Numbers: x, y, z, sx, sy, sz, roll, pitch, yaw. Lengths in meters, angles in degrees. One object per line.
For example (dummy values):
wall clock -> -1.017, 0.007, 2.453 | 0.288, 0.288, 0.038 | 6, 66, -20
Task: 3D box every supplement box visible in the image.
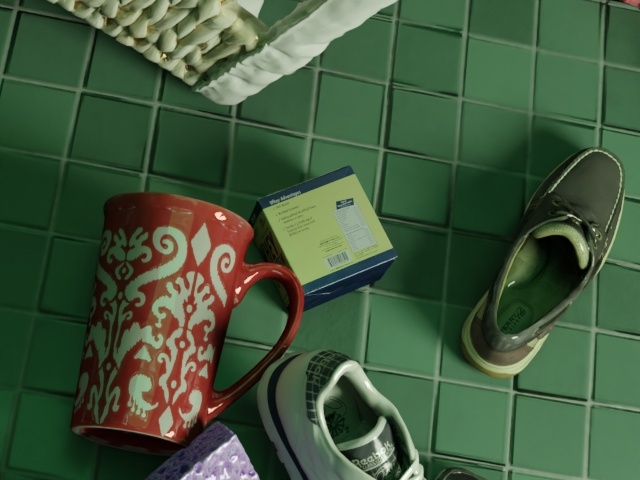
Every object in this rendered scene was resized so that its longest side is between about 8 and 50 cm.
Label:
supplement box -> 0.000, 0.000, 1.090 | 0.083, 0.056, 0.083 | -22, 76, -19

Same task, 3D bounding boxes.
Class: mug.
mug -> -0.102, 0.064, 1.007 | 0.150, 0.113, 0.169 | 2, 70, 22

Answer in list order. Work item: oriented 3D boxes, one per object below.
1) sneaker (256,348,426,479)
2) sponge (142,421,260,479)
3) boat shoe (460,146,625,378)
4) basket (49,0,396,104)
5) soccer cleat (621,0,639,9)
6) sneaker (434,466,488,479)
sneaker -> 0.040, 0.182, 0.986 | 0.090, 0.095, 0.235 | -37, 101, -30
sponge -> -0.118, 0.230, 0.954 | 0.210, 0.031, 0.117 | -37, 123, -22
boat shoe -> 0.189, 0.009, 1.118 | 0.080, 0.073, 0.223 | 35, 67, 2
basket -> -0.060, -0.327, 1.019 | 0.266, 0.328, 0.331 | 24, 63, -27
soccer cleat -> 0.328, -0.213, 1.236 | 0.248, 0.095, 0.083 | 11, 32, 7
sneaker -> 0.135, 0.210, 1.039 | 0.119, 0.057, 0.047 | 43, 69, 7
